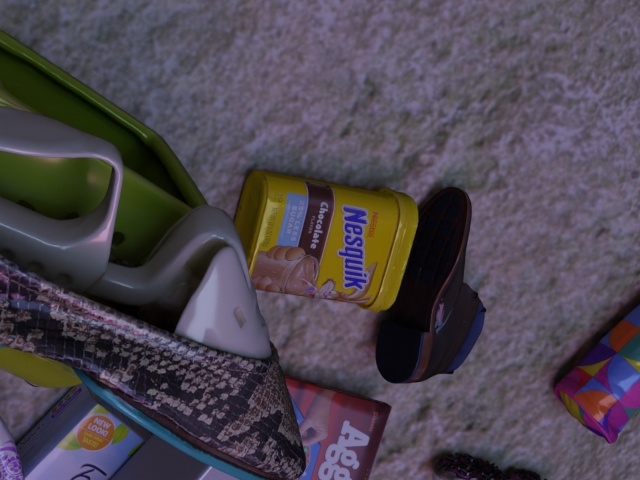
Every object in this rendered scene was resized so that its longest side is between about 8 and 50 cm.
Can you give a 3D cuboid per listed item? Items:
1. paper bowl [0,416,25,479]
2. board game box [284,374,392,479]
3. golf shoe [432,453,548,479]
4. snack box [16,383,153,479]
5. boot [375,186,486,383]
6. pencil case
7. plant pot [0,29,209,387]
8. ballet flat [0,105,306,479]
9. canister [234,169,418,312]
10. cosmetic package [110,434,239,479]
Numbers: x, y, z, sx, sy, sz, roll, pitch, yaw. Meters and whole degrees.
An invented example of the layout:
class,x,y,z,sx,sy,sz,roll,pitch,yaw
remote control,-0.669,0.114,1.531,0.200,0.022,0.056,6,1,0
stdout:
class,x,y,z,sx,sy,sz,roll,pitch,yaw
paper bowl,-0.409,0.226,1.009,0.284,0.148,0.284,-1,93,-28
board game box,-0.032,0.292,1.258,0.145,0.027,0.281,17,89,-19
golf shoe,0.203,0.311,1.398,0.186,0.067,0.086,22,100,-30
snack box,-0.222,0.268,1.180,0.174,0.070,0.207,-45,122,-5
boot,0.133,0.052,1.281,0.106,0.082,0.219,11,100,-50
pencil case,0.394,0.137,1.408,0.236,0.104,0.104,-40,120,-5
plant pot,-0.248,-0.024,0.979,0.228,0.227,0.207,32,100,-31
ballet flat,-0.169,0.023,0.819,0.483,0.164,0.182,28,99,-26
canister,0.000,0.000,1.186,0.170,0.073,0.126,9,104,-26
cosmetic package,-0.150,0.264,1.107,0.231,0.117,0.085,-45,121,-6
